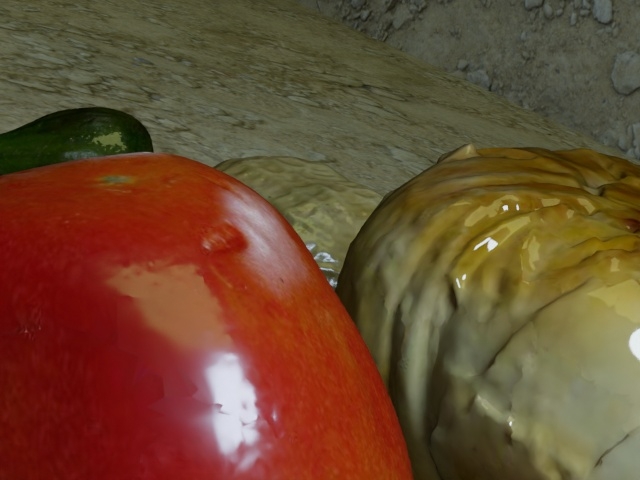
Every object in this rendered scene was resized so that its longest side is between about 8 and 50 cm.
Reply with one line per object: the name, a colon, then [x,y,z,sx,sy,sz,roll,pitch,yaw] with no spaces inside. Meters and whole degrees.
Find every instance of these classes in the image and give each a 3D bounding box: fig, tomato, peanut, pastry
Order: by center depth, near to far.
tomato: [-0.095,0.080,0.725,0.298,0.226,0.298,6,23,-2]
pastry: [0.193,0.095,1.019,0.409,0.245,0.409,14,16,-4]
fig: [-0.232,-0.062,1.413,0.177,0.117,0.117,-1,17,-8]
peanut: [0.000,0.000,1.429,0.196,0.110,0.233,3,19,-47]
